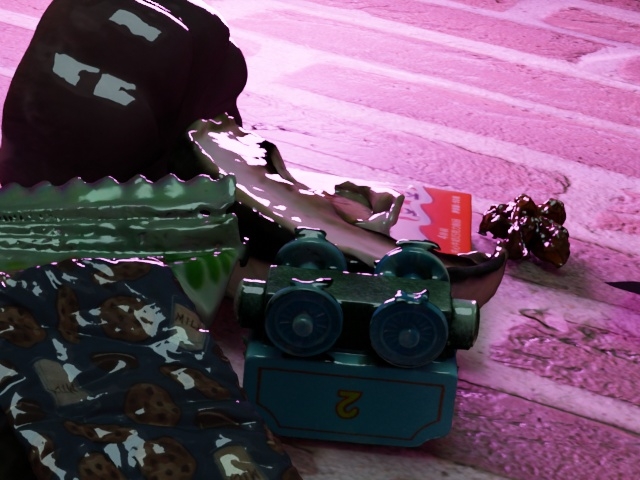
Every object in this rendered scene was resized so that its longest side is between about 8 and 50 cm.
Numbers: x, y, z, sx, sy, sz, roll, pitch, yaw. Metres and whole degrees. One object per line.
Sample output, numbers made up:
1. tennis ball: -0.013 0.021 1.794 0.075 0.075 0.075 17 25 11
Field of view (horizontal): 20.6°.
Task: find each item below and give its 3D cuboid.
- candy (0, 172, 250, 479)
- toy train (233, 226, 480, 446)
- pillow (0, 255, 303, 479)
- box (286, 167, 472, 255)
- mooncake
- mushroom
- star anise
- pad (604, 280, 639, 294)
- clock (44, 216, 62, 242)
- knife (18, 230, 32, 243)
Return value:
1. candy: -0.180 0.098 1.297 0.263 0.172 0.397 3 53 -8
2. toy train: 0.027 0.088 1.471 0.203 0.163 0.112 6 28 1
3. pillow: -0.126 0.113 1.173 0.189 0.034 0.255 -7 55 -41
4. box: 0.026 0.000 1.827 0.265 0.048 0.273 7 24 1
5. mooncake: -0.190 -0.120 1.762 0.154 0.306 0.306 22 26 18
6. mushroom: 0.000 0.002 1.643 0.344 0.130 0.247 25 19 16
7. star anise: 0.222 -0.007 1.882 0.097 0.070 0.190 9 25 -1
8. pad: 0.378 0.100 1.684 0.250 0.055 0.323 17 25 23
9. clock: -0.348 0.050 1.522 0.322 0.113 0.295 -8 27 -35
10. knife: -0.363 -0.007 1.458 0.266 0.040 0.073 6 33 -10
